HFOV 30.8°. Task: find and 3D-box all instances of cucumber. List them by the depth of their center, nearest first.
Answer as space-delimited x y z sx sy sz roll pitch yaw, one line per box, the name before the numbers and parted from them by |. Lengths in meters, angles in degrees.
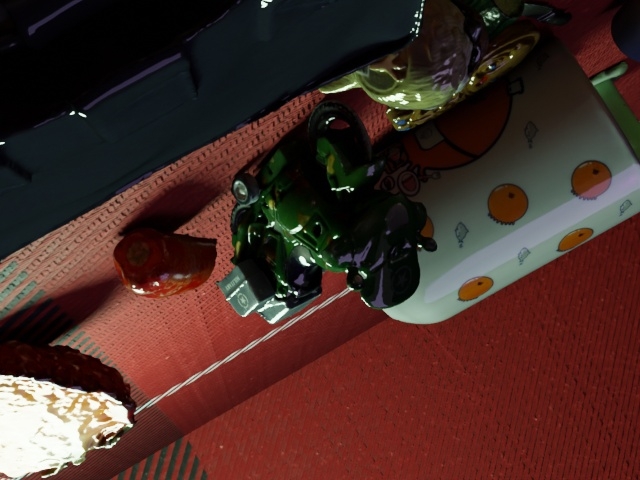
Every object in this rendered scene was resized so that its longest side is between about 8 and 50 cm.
cucumber | 0.127 -0.184 0.979 0.048 0.048 0.105 -23 170 -37

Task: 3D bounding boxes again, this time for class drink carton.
drink carton | 0.398 -0.146 1.661 0.144 0.142 0.146 -28 171 -12

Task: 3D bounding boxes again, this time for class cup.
cup | 0.183 -0.051 1.300 0.317 0.212 0.212 -32 170 11

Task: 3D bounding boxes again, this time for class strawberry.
strawberry | -0.307 0.155 1.241 0.190 0.111 0.236 -21 147 4

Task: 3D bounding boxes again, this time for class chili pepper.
chili pepper | -0.149 0.022 1.106 0.070 0.073 0.123 -65 164 7

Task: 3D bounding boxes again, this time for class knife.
knife | 0.215 -0.223 1.140 0.023 0.010 0.170 -36 167 29

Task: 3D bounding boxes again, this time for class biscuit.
biscuit | 0.148 -0.164 1.187 0.175 0.026 0.124 -32 169 6

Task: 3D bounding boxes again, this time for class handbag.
handbag | -0.104 -0.095 0.554 0.326 0.118 0.269 -31 177 -5

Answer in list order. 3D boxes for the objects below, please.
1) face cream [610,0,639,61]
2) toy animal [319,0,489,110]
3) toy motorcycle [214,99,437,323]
face cream | 0.390 -0.275 1.200 0.077 0.077 0.250 -27 169 -23
toy animal | 0.066 -0.142 0.893 0.098 0.098 0.137 -23 -177 -39
toy motorcycle | 0.000 0.000 1.099 0.125 0.187 0.275 -24 169 -37
